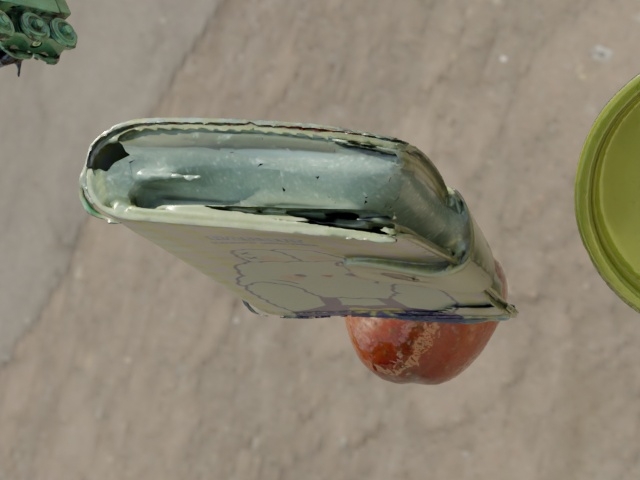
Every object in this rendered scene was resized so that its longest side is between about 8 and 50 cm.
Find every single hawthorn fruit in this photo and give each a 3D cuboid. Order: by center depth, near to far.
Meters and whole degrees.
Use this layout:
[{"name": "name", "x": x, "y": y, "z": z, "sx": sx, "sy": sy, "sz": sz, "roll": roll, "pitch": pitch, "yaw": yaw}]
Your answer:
[{"name": "hawthorn fruit", "x": 0.107, "y": 0.069, "z": 1.795, "sx": 0.173, "sy": 0.173, "sz": 0.172, "roll": -42, "pitch": 40, "yaw": 49}]

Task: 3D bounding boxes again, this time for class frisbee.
[{"name": "frisbee", "x": 0.291, "y": -0.032, "z": 1.170, "sx": 0.236, "sy": 0.236, "sz": 0.017, "roll": -59, "pitch": 7, "yaw": 30}]

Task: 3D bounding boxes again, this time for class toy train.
[{"name": "toy train", "x": -0.225, "y": -0.158, "z": 1.178, "sx": 0.038, "sy": 0.148, "sz": 0.071, "roll": -37, "pitch": 73, "yaw": 23}]

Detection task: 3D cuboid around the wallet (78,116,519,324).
[{"name": "wallet", "x": 0.000, "y": 0.000, "z": 1.130, "sx": 0.223, "sy": 0.309, "sz": 0.077, "roll": 1, "pitch": 76, "yaw": 18}]

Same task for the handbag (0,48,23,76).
[{"name": "handbag", "x": -0.354, "y": -0.219, "z": 1.488, "sx": 0.208, "sy": 0.229, "sz": 0.126, "roll": -104, "pitch": 28, "yaw": -77}]
